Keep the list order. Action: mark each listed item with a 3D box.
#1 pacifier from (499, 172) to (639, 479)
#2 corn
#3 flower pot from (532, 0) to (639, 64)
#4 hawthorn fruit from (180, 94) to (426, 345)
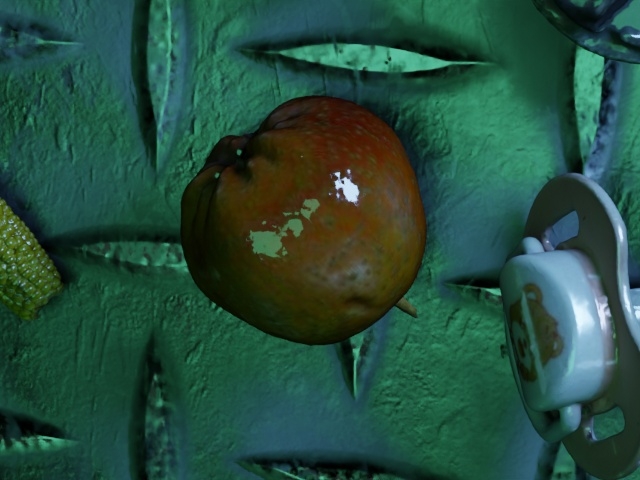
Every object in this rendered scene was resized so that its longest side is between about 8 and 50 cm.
[{"bbox_3d":[0.305,0.089,1.793,0.273,0.220,0.332,-15,75,15],"label":"pacifier"},{"bbox_3d":[-0.432,-0.034,2.000,0.310,0.101,0.101,44,108,3],"label":"corn"},{"bbox_3d":[0.347,-0.305,1.664,0.299,0.283,0.299,2,101,13],"label":"flower pot"},{"bbox_3d":[0.000,0.000,1.830,0.277,0.277,0.298,-40,110,18],"label":"hawthorn fruit"}]
